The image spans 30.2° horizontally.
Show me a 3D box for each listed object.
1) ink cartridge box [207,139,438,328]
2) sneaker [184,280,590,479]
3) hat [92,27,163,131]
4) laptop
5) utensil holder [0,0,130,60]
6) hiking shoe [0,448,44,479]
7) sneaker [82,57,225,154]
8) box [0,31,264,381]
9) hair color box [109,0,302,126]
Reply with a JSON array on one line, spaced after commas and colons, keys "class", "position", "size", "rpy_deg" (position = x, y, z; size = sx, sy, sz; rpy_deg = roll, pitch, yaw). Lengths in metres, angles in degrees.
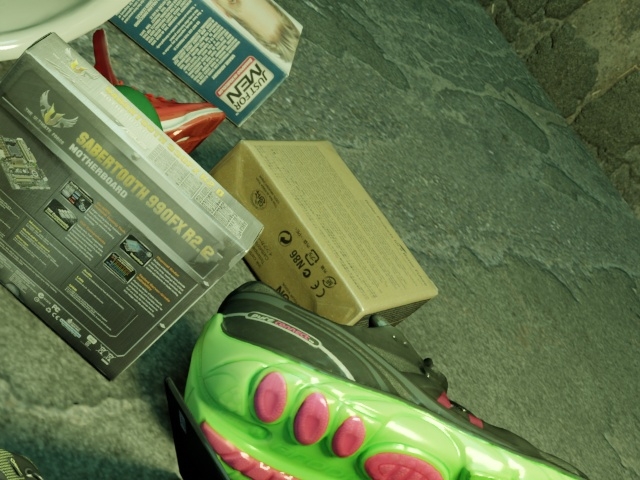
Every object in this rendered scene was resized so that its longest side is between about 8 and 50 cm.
[{"class": "ink cartridge box", "position": [0.000, 0.000, 1.327], "size": [0.234, 0.088, 0.193], "rpy_deg": [54, 25, 16]}, {"class": "sneaker", "position": [0.093, 0.176, 1.112], "size": [0.483, 0.185, 0.202], "rpy_deg": [34, 33, -28]}, {"class": "hat", "position": [-0.158, -0.110, 1.077], "size": [0.208, 0.173, 0.183], "rpy_deg": [48, 52, -7]}, {"class": "laptop", "position": [0.017, 0.212, 0.846], "size": [0.264, 0.234, 0.136], "rpy_deg": [6, 63, -1]}, {"class": "utensil holder", "position": [-0.350, -0.418, 1.117], "size": [0.327, 0.327, 0.385], "rpy_deg": [9, 44, -52]}, {"class": "hiking shoe", "position": [-0.199, 0.188, 0.758], "size": [0.227, 0.086, 0.114], "rpy_deg": [48, 29, 4]}, {"class": "sneaker", "position": [-0.193, -0.146, 1.244], "size": [0.128, 0.087, 0.221], "rpy_deg": [51, 25, 6]}, {"class": "box", "position": [-0.191, -0.023, 0.959], "size": [0.231, 0.183, 0.056], "rpy_deg": [42, 26, -8]}, {"class": "hair color box", "position": [-0.189, -0.315, 1.467], "size": [0.347, 0.105, 0.174], "rpy_deg": [39, 27, -17]}]
